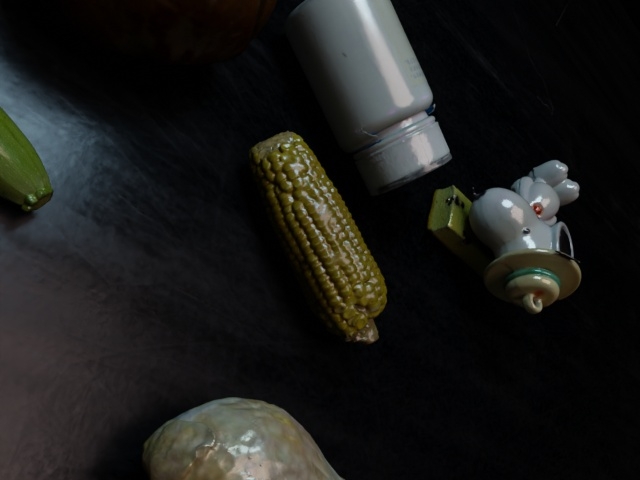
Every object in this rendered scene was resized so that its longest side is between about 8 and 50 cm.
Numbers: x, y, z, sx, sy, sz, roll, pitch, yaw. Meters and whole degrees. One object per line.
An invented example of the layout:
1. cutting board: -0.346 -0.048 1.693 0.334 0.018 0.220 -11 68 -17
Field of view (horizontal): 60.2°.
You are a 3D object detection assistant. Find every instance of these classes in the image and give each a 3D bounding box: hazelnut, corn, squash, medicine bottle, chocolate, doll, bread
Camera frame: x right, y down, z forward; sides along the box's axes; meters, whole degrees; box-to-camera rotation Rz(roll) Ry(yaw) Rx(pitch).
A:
1. hazelnut: -0.151 -0.278 0.531 0.233 0.218 0.218 -2 76 -25
2. corn: 0.000 0.000 0.634 0.097 0.097 0.262 -30 94 -45
3. squash: -0.286 -0.100 0.414 0.201 0.066 0.066 50 47 -23
4. medicine bottle: 0.067 -0.199 0.731 0.143 0.143 0.258 -32 98 -45
5. chocolate: -0.023 0.249 0.495 0.309 0.134 0.134 46 49 -22
6. doll: 0.350 -0.015 0.872 0.271 0.144 0.208 -17 80 -42
7. bread: 0.264 0.006 0.917 0.226 0.049 0.088 36 53 -31
